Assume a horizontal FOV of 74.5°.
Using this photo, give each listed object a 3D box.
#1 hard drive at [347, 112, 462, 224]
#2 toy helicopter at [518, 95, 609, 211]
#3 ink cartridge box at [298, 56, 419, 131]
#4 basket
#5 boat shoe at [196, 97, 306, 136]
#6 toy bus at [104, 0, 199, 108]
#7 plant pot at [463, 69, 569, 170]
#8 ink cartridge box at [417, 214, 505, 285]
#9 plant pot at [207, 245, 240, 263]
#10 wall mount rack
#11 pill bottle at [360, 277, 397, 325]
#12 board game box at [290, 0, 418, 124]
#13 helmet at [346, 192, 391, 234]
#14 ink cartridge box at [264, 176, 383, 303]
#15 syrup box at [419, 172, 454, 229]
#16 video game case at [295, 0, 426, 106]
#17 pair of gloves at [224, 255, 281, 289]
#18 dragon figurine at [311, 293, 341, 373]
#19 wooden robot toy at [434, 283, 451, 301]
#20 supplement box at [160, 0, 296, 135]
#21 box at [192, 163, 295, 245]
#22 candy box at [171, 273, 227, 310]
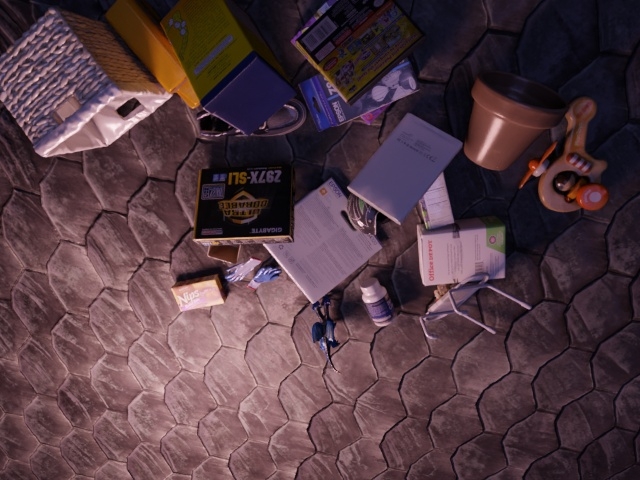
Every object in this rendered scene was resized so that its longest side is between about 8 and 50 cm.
[{"bbox_3d":[0.257,-0.225,1.296,0.203,0.040,0.307,38,87,21],"label":"hard drive"},{"bbox_3d":[0.768,-0.266,1.316,0.235,0.140,0.354,6,102,12],"label":"toy helicopter"},{"bbox_3d":[0.110,-0.460,1.262,0.333,0.065,0.165,-21,109,14],"label":"ink cartridge box"},{"bbox_3d":[-0.693,-0.455,1.249,0.329,0.331,0.266,-30,101,16],"label":"basket"},{"bbox_3d":[-0.218,-0.376,1.321,0.342,0.158,0.127,-6,112,8],"label":"boat shoe"},{"bbox_3d":[-0.474,-0.564,1.281,0.108,0.130,0.332,-35,105,17],"label":"toy bus"},{"bbox_3d":[0.541,-0.342,1.243,0.264,0.262,0.229,15,132,-1],"label":"plant pot"},{"bbox_3d":[0.479,0.035,1.451,0.273,0.114,0.198,-6,112,7],"label":"ink cartridge box"},{"bbox_3d":[-0.333,0.005,1.523,0.109,0.096,0.108,16,114,-2],"label":"plant pot"},{"bbox_3d":[0.531,0.245,1.475,0.305,0.130,0.350,-3,147,-22],"label":"wall mount rack"},{"bbox_3d":[0.212,0.226,1.566,0.094,0.094,0.169,-22,109,14],"label":"pill bottle"},{"bbox_3d":[0.104,-0.551,1.282,0.208,0.056,0.347,-42,103,15],"label":"board game box"},{"bbox_3d":[0.166,-0.107,1.392,0.162,0.169,0.169,-31,107,-4],"label":"helmet"},{"bbox_3d":[0.000,0.000,1.486,0.330,0.071,0.324,-39,105,-5],"label":"ink cartridge box"},{"bbox_3d":[0.365,-0.166,1.390,0.097,0.093,0.236,-16,110,12],"label":"syrup box"},{"bbox_3d":[0.108,-0.562,1.183,0.275,0.035,0.248,-39,83,10],"label":"video game case"},{"bbox_3d":[-0.250,0.124,1.553,0.159,0.023,0.198,-37,139,25],"label":"pair of gloves"},{"bbox_3d":[0.018,0.349,1.579,0.085,0.288,0.144,-10,149,11],"label":"dragon figurine"},{"bbox_3d":[0.449,0.180,1.535,0.076,0.078,0.173,-31,146,23],"label":"wooden robot toy"},{"bbox_3d":[-0.256,-0.504,1.160,0.195,0.194,0.356,-36,66,17],"label":"supplement box"},{"bbox_3d":[-0.247,-0.117,1.398,0.323,0.079,0.256,-1,72,8],"label":"box"},{"bbox_3d":[-0.472,0.203,1.642,0.187,0.053,0.109,-12,111,9],"label":"candy box"}]
